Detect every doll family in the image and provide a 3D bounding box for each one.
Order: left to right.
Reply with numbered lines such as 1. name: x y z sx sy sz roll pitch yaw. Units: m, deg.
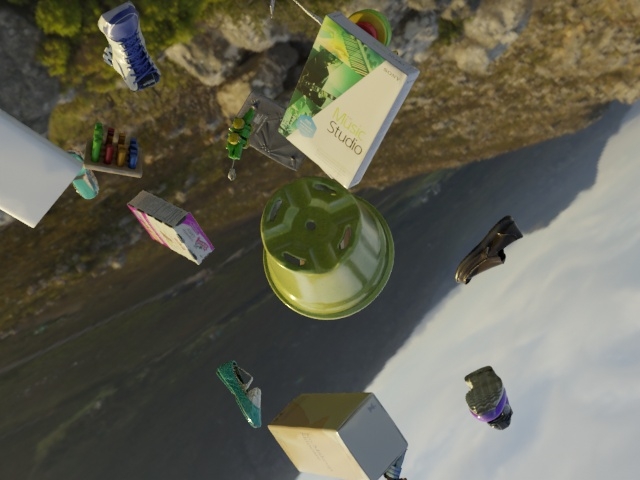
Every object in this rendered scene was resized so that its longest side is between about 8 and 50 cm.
1. doll family: 0.129 0.497 1.513 0.193 0.076 0.111 176 -67 -71

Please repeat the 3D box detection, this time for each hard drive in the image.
1. hard drive: -0.717 -0.183 1.493 0.203 0.307 0.040 -44 -151 19
2. hard drive: -0.141 -0.349 2.134 0.172 0.254 0.054 -52 -167 32

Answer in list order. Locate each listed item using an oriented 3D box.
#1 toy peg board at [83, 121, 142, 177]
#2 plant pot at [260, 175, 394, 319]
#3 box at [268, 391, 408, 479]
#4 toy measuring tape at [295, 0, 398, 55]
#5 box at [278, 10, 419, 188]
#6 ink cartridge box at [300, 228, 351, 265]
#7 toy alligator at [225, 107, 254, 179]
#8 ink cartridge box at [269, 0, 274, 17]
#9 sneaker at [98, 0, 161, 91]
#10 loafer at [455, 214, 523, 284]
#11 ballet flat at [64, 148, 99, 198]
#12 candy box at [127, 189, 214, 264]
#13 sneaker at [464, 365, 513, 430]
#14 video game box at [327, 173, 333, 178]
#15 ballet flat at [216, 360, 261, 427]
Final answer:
1. toy peg board: -0.590 -0.266 1.945 0.160 0.161 0.079 8 123 -21
2. plant pot: 0.000 0.000 1.295 0.276 0.276 0.254 -38 165 -2
3. box: 0.030 0.423 1.473 0.121 0.148 0.311 -38 -172 -32
4. toy measuring tape: 0.060 -0.521 1.574 0.121 0.330 0.121 -49 -178 2
5. box: 0.052 -0.306 1.511 0.058 0.232 0.322 -32 157 -48
6. ink cartridge box: 0.042 0.066 2.171 0.088 0.193 0.234 28 129 -34
7. toy alligator: -0.217 -0.250 1.724 0.056 0.051 0.190 17 91 -60
8. ink cartridge box: -0.125 -0.767 1.703 0.069 0.371 0.176 5 -171 -4
9. sneaker: -0.550 -0.554 2.010 0.127 0.182 0.315 -38 177 -20
10. loafer: 0.419 0.039 1.684 0.080 0.078 0.220 -21 151 -56
11. ballet flat: -0.777 -0.228 2.172 0.091 0.077 0.241 -8 147 -7
12. candy box: -0.426 -0.041 1.924 0.071 0.233 0.159 -48 139 -21
13. sneaker: 0.449 0.429 1.745 0.102 0.146 0.293 -26 180 13
14. video game box: 0.050 -0.306 2.047 0.187 0.048 0.205 -46 150 1
15. ballet flat: -0.247 0.490 2.210 0.087 0.247 0.083 -41 154 1
